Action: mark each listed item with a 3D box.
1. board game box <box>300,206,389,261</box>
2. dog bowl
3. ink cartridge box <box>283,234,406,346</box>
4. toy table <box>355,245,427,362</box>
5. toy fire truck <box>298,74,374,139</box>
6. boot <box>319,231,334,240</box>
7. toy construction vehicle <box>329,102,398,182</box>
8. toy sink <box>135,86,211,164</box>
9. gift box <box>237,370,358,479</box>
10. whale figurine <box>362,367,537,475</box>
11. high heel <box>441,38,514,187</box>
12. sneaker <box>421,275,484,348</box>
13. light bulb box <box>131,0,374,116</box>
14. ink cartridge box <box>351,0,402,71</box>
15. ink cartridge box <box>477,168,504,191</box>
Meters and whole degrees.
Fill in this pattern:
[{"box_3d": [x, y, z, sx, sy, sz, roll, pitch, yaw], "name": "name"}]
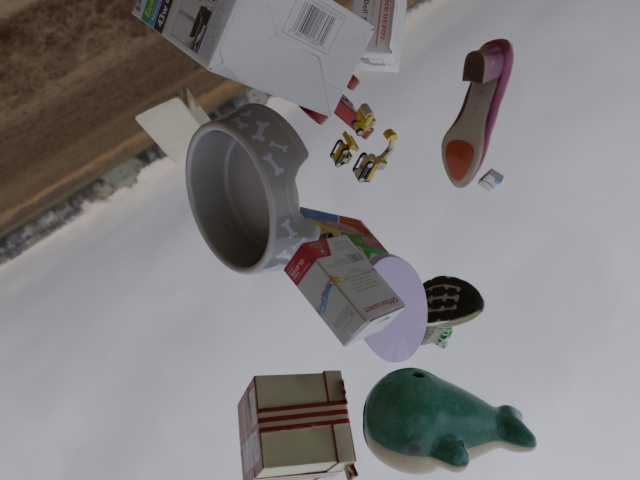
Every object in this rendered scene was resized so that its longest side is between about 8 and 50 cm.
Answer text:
[{"box_3d": [0.063, -0.012, 1.932, 0.316, 0.242, 0.064, -122, -134, -64], "name": "board game box"}, {"box_3d": [-0.149, -0.090, 1.149, 0.102, 0.348, 0.349, -21, -174, -39], "name": "dog bowl"}, {"box_3d": [0.042, 0.082, 0.991, 0.127, 0.175, 0.072, -10, 145, -51], "name": "ink cartridge box"}, {"box_3d": [0.141, 0.142, 1.391, 0.252, 0.274, 0.161, -11, -161, -22], "name": "toy table"}, {"box_3d": [0.003, -0.410, 1.542, 0.169, 0.302, 0.254, -46, -143, 12], "name": "toy fire truck"}, {"box_3d": [0.000, 0.000, 1.521, 0.042, 0.118, 0.087, -2, 156, -41], "name": "boot"}, {"box_3d": [0.059, -0.123, 0.765, 0.098, 0.035, 0.085, -61, -140, 35], "name": "toy construction vehicle"}, {"box_3d": [-0.452, -0.378, 1.804, 0.153, 0.234, 0.131, -23, -127, 11], "name": "toy sink"}, {"box_3d": [-0.046, 0.466, 1.407, 0.258, 0.255, 0.276, 3, 151, -21], "name": "gift box"}, {"box_3d": [0.205, 0.281, 0.938, 0.272, 0.141, 0.216, 1, -167, 3], "name": "whale figurine"}, {"box_3d": [0.424, -0.322, 1.497, 0.127, 0.377, 0.181, 32, -137, 31], "name": "high heel"}, {"box_3d": [0.313, 0.222, 1.594, 0.410, 0.182, 0.158, -26, -146, 54], "name": "sneaker"}, {"box_3d": [-0.148, -0.477, 1.251, 0.361, 0.358, 0.225, 42, -68, 36], "name": "light bulb box"}, {"box_3d": [0.152, -0.573, 1.511, 0.119, 0.207, 0.353, 8, -172, 9], "name": "ink cartridge box"}, {"box_3d": [0.527, -0.184, 1.806, 0.028, 0.048, 0.083, -60, -176, -30], "name": "ink cartridge box"}]
